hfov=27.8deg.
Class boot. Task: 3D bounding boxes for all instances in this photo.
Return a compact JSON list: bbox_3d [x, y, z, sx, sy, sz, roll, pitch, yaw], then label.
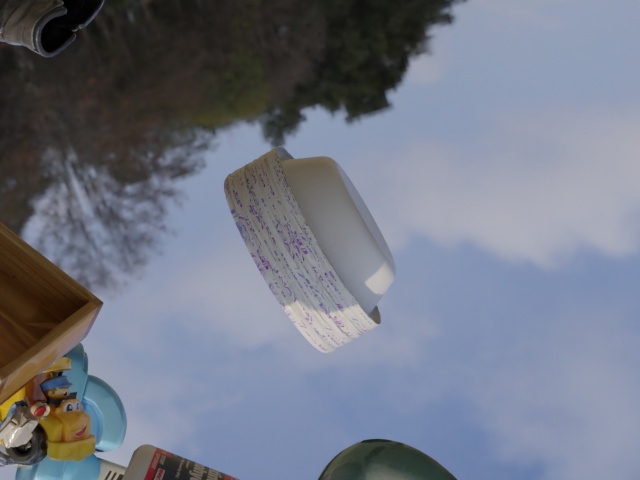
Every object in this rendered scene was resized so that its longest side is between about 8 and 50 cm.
[{"bbox_3d":[-0.385,-0.362,1.749,0.222,0.118,0.338,9,-129,12],"label":"boot"}]

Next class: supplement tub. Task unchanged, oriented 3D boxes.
[{"bbox_3d":[-0.205,0.463,2.103,0.272,0.191,0.191,22,-165,-4],"label":"supplement tub"}]

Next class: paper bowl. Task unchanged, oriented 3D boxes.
[{"bbox_3d":[0.000,0.000,1.773,0.148,0.284,0.284,-30,-167,6],"label":"paper bowl"}]

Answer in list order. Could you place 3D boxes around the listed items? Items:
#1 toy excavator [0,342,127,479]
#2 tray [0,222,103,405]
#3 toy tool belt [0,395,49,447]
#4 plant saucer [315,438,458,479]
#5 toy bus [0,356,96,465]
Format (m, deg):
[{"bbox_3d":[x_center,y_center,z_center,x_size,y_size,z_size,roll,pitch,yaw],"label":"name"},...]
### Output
[{"bbox_3d":[-0.448,0.424,2.503,0.445,0.433,0.222,17,162,-21],"label":"toy excavator"},{"bbox_3d":[-0.487,0.019,1.554,0.203,0.411,0.076,-43,167,-54],"label":"tray"},{"bbox_3d":[-0.418,0.243,1.789,0.083,0.051,0.052,-53,156,18],"label":"toy tool belt"},{"bbox_3d":[0.073,0.359,1.297,0.043,0.318,0.317,-10,-174,-39],"label":"plant saucer"},{"bbox_3d":[-0.445,0.223,1.963,0.220,0.211,0.149,11,179,18],"label":"toy bus"}]
